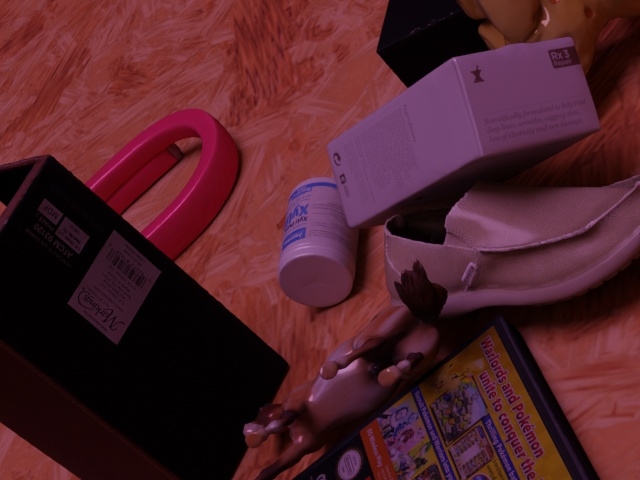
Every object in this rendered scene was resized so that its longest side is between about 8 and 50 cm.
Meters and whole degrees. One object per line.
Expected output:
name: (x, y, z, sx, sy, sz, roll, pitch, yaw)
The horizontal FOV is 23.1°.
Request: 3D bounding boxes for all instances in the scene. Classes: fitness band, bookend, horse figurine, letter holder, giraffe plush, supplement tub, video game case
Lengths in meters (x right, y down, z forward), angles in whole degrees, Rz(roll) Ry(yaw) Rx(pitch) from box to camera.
fitness band: (-0.209, -0.024, 1.747, 0.291, 0.054, 0.209, -43, 32, 8)
bookend: (0.147, -0.239, 1.528, 0.156, 0.072, 0.157, -23, 36, 33)
horse figurine: (0.020, 0.109, 1.219, 0.263, 0.066, 0.174, -44, -6, 26)
letter holder: (-0.221, 0.085, 1.369, 0.214, 0.302, 0.152, -6, 49, 49)
giraffe plush: (0.218, -0.221, 1.325, 0.170, 0.181, 0.210, -36, 48, 2)
supplement tub: (0.000, 0.000, 1.426, 0.071, 0.071, 0.107, -28, 33, 28)
video game case: (0.079, 0.208, 1.111, 0.248, 0.035, 0.275, -40, 29, 12)

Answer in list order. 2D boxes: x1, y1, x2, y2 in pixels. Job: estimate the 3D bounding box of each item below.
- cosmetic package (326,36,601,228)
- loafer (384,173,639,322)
cosmetic package: (0.109, -0.082, 1.262, 0.117, 0.085, 0.231, -14, -6, -26)
loafer: (0.145, -0.003, 1.199, 0.268, 0.092, 0.102, -20, 16, 39)
